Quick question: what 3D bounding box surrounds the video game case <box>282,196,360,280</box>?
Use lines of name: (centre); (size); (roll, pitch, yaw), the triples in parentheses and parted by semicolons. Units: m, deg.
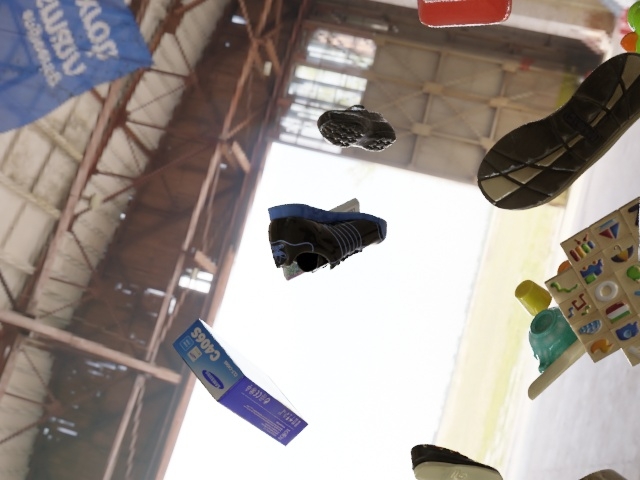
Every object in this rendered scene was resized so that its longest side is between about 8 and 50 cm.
video game case: (0.000, 0.000, 1.470); (0.157, 0.019, 0.143); (-26, -29, -12)

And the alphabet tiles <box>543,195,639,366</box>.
alphabet tiles: (0.576, 0.080, 1.504); (0.343, 0.285, 0.011); (52, -168, -28)

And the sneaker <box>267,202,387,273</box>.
sneaker: (0.013, 0.004, 1.211); (0.232, 0.081, 0.091); (6, -103, -43)

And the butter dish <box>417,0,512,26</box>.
butter dish: (0.184, -0.324, 0.916); (0.118, 0.159, 0.160); (-17, -71, -28)

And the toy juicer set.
toy juicer set: (0.512, 0.174, 1.709); (0.209, 0.089, 0.329); (-37, 25, 30)

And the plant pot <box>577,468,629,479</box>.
plant pot: (0.609, 0.634, 1.690); (0.323, 0.323, 0.280); (93, 153, -44)

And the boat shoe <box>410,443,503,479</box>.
boat shoe: (0.175, 0.288, 1.061); (0.042, 0.133, 0.049); (-100, 33, -50)

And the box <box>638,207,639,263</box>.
box: (0.590, 0.005, 1.021); (0.294, 0.296, 0.183); (-93, -5, -62)

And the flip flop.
flip flop: (0.336, -0.138, 1.120); (0.277, 0.112, 0.080); (-43, -22, 15)

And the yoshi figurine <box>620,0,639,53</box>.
yoshi figurine: (0.707, -0.313, 1.518); (0.203, 0.362, 0.203); (-49, 24, -14)

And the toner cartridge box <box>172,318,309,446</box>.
toner cartridge box: (-0.153, 0.294, 1.674); (0.075, 0.165, 0.348); (-44, -34, -5)

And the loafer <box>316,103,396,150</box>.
loafer: (0.064, -0.224, 1.609); (0.223, 0.076, 0.078); (2, -121, -53)
